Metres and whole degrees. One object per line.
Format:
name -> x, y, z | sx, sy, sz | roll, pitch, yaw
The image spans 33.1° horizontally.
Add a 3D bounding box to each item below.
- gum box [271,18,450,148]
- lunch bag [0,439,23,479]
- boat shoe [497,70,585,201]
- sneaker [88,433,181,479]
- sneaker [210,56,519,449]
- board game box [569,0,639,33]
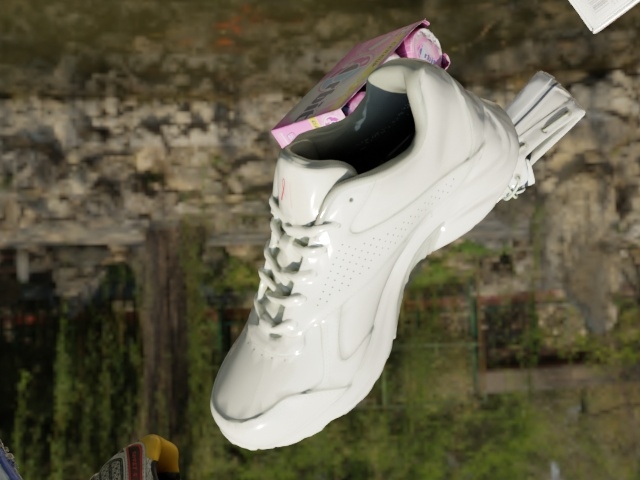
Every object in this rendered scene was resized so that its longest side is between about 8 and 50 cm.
gum box -> 0.048, -0.155, 1.145 | 0.107, 0.062, 0.188 | -11, -150, 47
lunch bag -> -0.306, 0.221, 0.746 | 0.219, 0.090, 0.176 | -25, -145, -24
boat shoe -> 0.199, -0.083, 1.167 | 0.076, 0.226, 0.083 | 39, 176, 13
sneaker -> -0.059, 0.203, 0.654 | 0.225, 0.093, 0.088 | 36, 173, 21
sneaker -> 0.000, 0.000, 0.566 | 0.090, 0.232, 0.115 | 31, 177, 44
board game box -> 0.198, -0.337, 0.807 | 0.193, 0.305, 0.053 | -36, 177, 29
